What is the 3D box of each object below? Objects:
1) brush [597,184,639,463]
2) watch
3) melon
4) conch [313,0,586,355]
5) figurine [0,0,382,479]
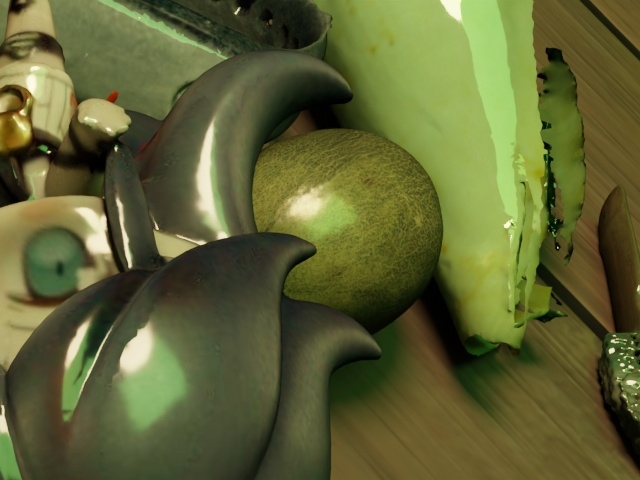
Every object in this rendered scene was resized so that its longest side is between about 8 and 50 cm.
[{"bbox_3d":[0.160,0.042,0.931,0.028,0.034,0.190,11,43,-10],"label":"brush"},{"bbox_3d":[-0.097,-0.113,0.807,0.206,0.068,0.193,22,21,-12],"label":"watch"},{"bbox_3d":[0.000,0.000,0.778,0.131,0.098,0.098,-23,68,-46],"label":"melon"},{"bbox_3d":[0.083,-0.063,0.902,0.137,0.143,0.250,-24,78,-6],"label":"conch"},{"bbox_3d":[-0.084,0.026,0.620,0.197,0.175,0.265,29,45,-22],"label":"figurine"}]
